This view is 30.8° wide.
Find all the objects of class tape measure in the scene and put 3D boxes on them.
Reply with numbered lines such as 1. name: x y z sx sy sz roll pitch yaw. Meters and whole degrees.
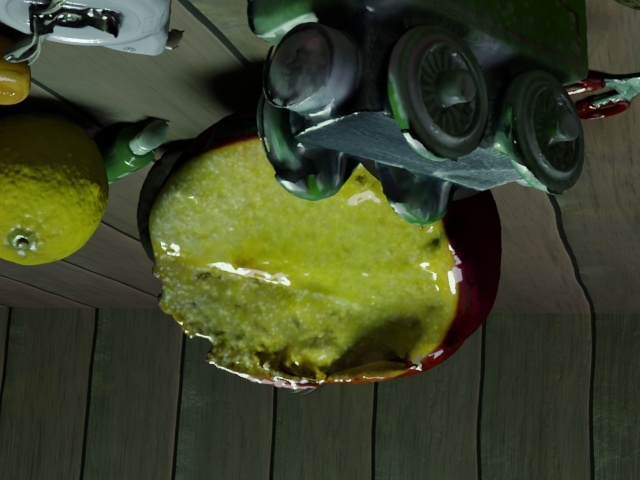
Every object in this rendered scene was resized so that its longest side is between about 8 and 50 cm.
1. tape measure: -0.211 -0.222 1.013 0.178 0.105 0.196 4 170 -4

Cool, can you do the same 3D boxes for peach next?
1. peach: 0.000 0.000 1.418 0.416 0.339 0.353 11 -167 -34

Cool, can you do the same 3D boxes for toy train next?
1. toy train: 0.082 -0.151 0.918 0.307 0.249 0.173 13 162 -43

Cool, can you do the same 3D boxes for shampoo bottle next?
1. shampoo bottle: -0.276 -0.123 1.627 0.065 0.065 0.204 10 166 -30

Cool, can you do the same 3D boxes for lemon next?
1. lemon: -0.377 -0.069 1.541 0.192 0.231 0.192 -3 136 -3

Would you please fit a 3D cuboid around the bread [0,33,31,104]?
1. bread: -0.430 -0.201 1.242 0.239 0.074 0.092 8 152 -28

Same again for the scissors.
1. scissors: 0.371 -0.177 1.295 0.247 0.017 0.144 -8 164 39

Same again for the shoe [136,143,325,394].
1. shoe: -0.115 0.034 1.636 0.171 0.384 0.237 -39 149 25

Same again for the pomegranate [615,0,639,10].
1. pomegranate: 0.255 -0.234 0.808 0.163 0.138 0.125 -31 149 9

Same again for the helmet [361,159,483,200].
1. helmet: 0.115 -0.139 1.176 0.189 0.193 0.216 20 -158 -51
